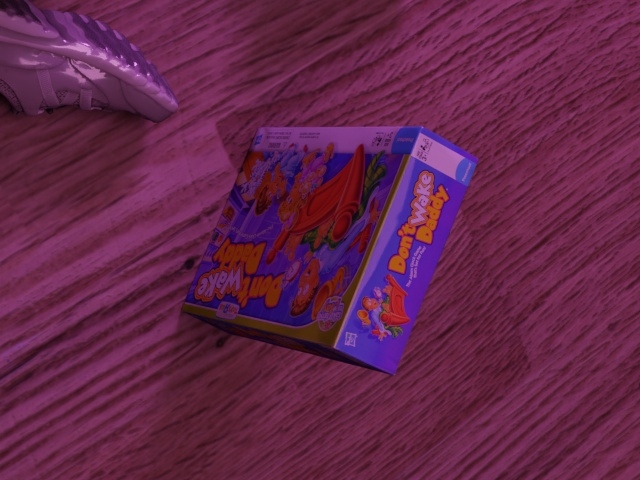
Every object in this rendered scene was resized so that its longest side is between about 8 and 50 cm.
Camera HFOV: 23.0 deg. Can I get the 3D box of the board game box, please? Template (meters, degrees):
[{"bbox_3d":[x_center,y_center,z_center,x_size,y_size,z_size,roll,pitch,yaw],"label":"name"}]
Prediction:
[{"bbox_3d":[0.000,0.000,1.659,0.078,0.347,0.233,27,80,-28],"label":"board game box"}]

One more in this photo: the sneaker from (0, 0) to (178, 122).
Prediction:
[{"bbox_3d":[-0.281,-0.178,1.647,0.281,0.105,0.115,21,113,-32],"label":"sneaker"}]
